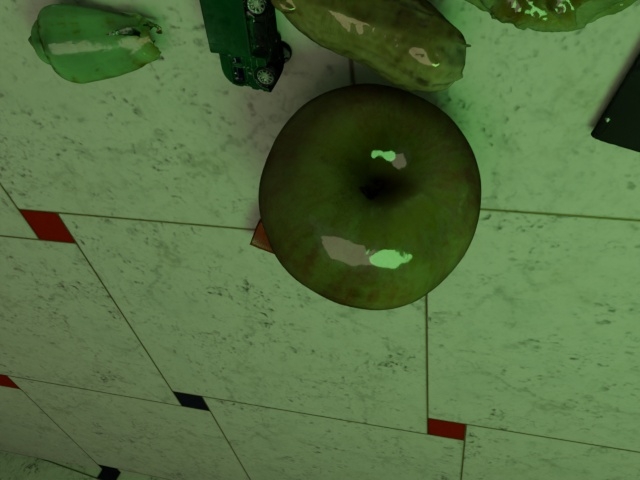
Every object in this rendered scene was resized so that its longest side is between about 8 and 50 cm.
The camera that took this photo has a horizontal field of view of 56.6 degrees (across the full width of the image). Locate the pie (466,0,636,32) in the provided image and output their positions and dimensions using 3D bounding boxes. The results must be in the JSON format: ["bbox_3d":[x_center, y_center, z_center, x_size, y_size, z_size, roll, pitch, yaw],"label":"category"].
[{"bbox_3d":[0.204,-0.304,0.464,0.307,0.071,0.306,14,141,12],"label":"pie"}]

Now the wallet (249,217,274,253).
[{"bbox_3d":[0.000,0.000,0.920,0.205,0.045,0.142,23,140,-5],"label":"wallet"}]

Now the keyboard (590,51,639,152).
[{"bbox_3d":[0.375,-0.207,0.557,0.106,0.027,0.317,18,140,5],"label":"keyboard"}]

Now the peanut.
[{"bbox_3d":[0.050,-0.219,0.605,0.214,0.099,0.099,21,141,3],"label":"peanut"}]

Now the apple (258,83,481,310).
[{"bbox_3d":[0.055,-0.045,0.705,0.257,0.256,0.234,17,171,2],"label":"apple"}]

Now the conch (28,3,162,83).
[{"bbox_3d":[-0.273,-0.236,0.733,0.170,0.079,0.105,4,154,6],"label":"conch"}]

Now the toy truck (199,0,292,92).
[{"bbox_3d":[-0.081,-0.240,0.657,0.079,0.065,0.147,9,140,14],"label":"toy truck"}]
